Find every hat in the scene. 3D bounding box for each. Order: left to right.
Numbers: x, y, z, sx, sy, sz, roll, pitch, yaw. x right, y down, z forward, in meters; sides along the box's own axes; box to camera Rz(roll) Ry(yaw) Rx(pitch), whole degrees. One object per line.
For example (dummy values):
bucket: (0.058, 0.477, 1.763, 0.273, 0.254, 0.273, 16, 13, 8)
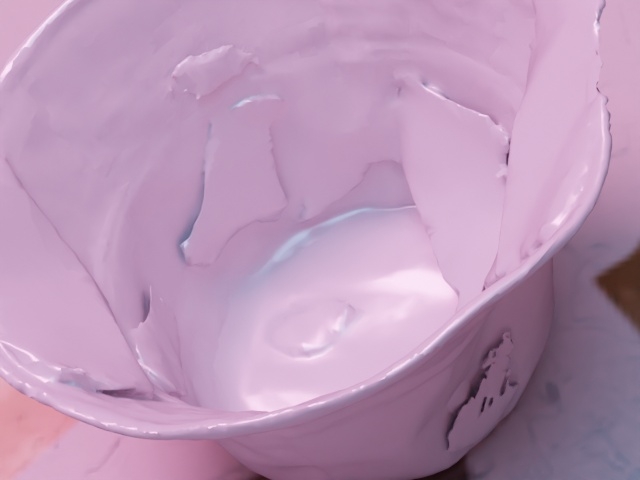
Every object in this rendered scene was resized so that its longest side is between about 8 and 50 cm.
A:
hat: (0.000, 0.000, 0.530, 0.203, 0.126, 0.203, -8, 55, 11)
